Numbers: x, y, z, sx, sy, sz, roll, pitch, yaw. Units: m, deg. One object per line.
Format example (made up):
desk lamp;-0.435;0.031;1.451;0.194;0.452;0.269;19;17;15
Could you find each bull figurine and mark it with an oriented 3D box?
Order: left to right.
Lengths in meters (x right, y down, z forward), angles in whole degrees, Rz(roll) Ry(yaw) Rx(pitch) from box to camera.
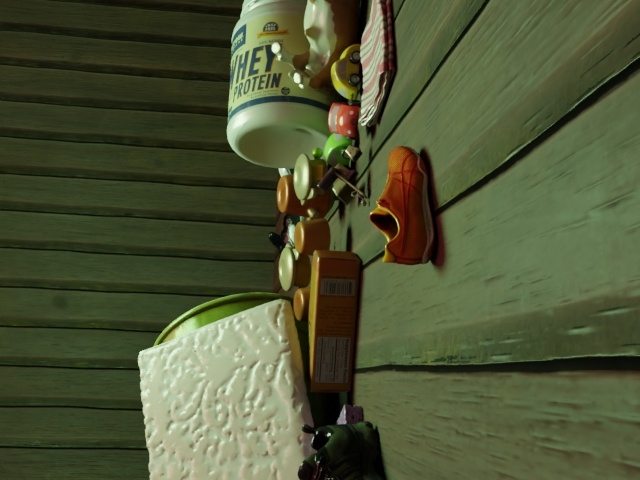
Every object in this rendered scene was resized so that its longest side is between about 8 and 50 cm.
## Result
bull figurine;0.007;-0.418;1.408;0.101;0.188;0.311;17;117;44

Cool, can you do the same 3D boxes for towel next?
towel;-0.163;0.300;1.361;0.053;0.316;0.332;42;-149;-57
towel;0.083;-0.293;1.206;0.144;0.029;0.197;108;164;-62

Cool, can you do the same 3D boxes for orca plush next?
orca plush;-0.098;-0.019;2.259;0.151;0.102;0.287;-109;24;-72

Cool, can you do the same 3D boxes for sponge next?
sponge;0.037;0.357;1.279;0.210;0.031;0.117;105;166;-59

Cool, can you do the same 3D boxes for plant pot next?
plant pot;-0.129;0.354;1.529;0.367;0.366;0.353;100;159;-45

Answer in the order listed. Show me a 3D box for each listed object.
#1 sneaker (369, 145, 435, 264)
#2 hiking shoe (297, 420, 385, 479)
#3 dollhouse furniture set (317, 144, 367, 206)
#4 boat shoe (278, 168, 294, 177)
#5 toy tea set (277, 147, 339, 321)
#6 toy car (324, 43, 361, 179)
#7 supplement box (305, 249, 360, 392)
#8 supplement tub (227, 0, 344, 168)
sneaker;0.089;-0.048;0.896;0.064;0.067;0.175;98;173;-46
hiking shoe;0.027;0.332;1.037;0.227;0.114;0.086;-100;15;-62
dollhouse furniture set;0.068;-0.089;1.311;0.091;0.081;0.114;-52;-22;1
boat shoe;-0.021;-0.255;1.756;0.102;0.108;0.301;-6;73;50
toy tea set;0.000;0.000;1.500;0.200;0.124;0.336;171;99;-70
toy car;0.036;-0.202;1.385;0.225;0.053;0.239;96;179;-46
supplement box;0.020;0.138;1.343;0.078;0.080;0.234;-123;38;-79
supplement tub;-0.068;-0.336;1.606;0.235;0.235;0.325;111;161;-68
